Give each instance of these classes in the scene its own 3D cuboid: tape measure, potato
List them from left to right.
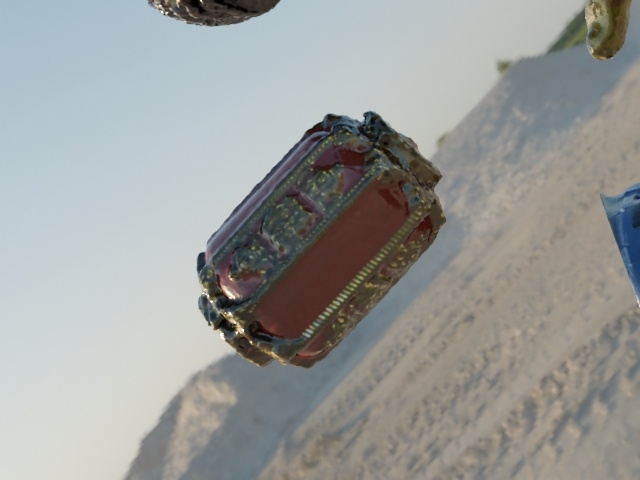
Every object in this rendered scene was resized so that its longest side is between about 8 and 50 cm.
[{"bbox_3d":[0.283,-0.223,1.112,0.046,0.045,0.092,-85,-5,-73],"label":"potato"},{"bbox_3d":[0.460,0.050,1.411,0.138,0.259,0.262,-21,5,14],"label":"tape measure"}]

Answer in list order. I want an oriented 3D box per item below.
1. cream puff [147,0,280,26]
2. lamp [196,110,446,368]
[{"bbox_3d":[-0.125,-0.338,1.167,0.165,0.239,0.239,6,33,31],"label":"cream puff"},{"bbox_3d":[0.000,0.000,1.141,0.274,0.177,0.177,-48,-1,5],"label":"lamp"}]
